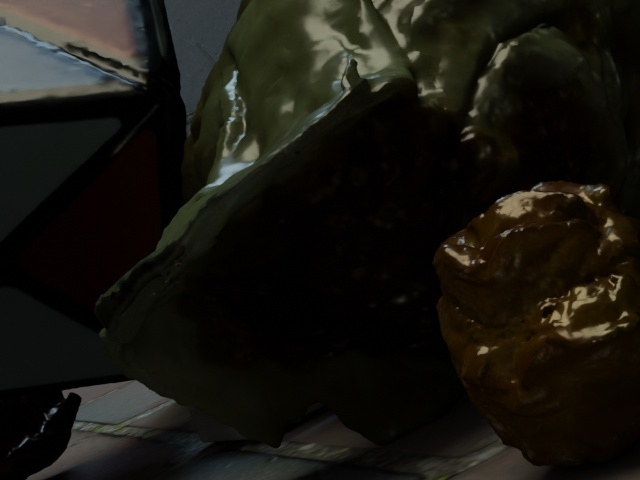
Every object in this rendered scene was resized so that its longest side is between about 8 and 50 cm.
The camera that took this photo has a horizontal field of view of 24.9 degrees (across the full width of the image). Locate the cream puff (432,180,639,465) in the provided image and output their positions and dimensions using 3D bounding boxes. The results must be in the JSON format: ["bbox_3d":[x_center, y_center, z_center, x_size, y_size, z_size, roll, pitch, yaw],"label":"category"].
[{"bbox_3d":[0.104,0.029,0.554,0.094,0.122,0.116,-30,39,29],"label":"cream puff"}]

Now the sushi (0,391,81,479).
[{"bbox_3d":[-0.312,0.132,1.075,0.296,0.167,0.179,19,18,15],"label":"sushi"}]

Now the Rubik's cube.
[{"bbox_3d":[-0.222,-0.057,0.972,0.248,0.250,0.246,-5,41,-9],"label":"Rubik's cube"}]

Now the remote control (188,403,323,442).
[{"bbox_3d":[0.034,0.069,0.969,0.250,0.034,0.103,-25,4,-30],"label":"remote control"}]

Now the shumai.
[{"bbox_3d":[0.018,-0.064,0.748,0.292,0.330,0.288,30,19,30],"label":"shumai"}]
